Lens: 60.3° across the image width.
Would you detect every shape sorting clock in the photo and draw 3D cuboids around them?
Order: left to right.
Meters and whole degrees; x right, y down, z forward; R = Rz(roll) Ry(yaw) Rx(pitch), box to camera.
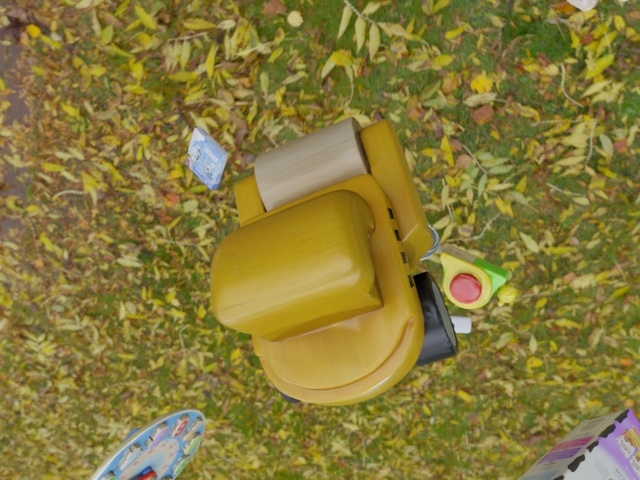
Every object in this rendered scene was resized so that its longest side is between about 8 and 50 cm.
[{"bbox_3d":[-0.235,0.310,0.740,0.040,0.206,0.206,40,128,24],"label":"shape sorting clock"}]

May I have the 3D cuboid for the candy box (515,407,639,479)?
[{"bbox_3d":[0.291,0.288,0.554,0.070,0.196,0.164,-42,68,46],"label":"candy box"}]

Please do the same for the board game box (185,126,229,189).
[{"bbox_3d":[-0.228,-0.163,1.097,0.090,0.020,0.090,44,130,20],"label":"board game box"}]

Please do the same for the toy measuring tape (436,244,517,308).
[{"bbox_3d":[0.283,0.071,1.263,0.330,0.121,0.121,25,128,21],"label":"toy measuring tape"}]

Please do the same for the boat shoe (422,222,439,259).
[{"bbox_3d":[0.112,-0.044,1.063,0.319,0.116,0.099,23,157,-20],"label":"boat shoe"}]

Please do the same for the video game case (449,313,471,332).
[{"bbox_3d":[0.067,0.109,0.812,0.227,0.206,0.026,5,87,-22],"label":"video game case"}]

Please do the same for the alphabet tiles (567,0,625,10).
[{"bbox_3d":[0.538,-0.616,1.100,0.021,0.278,0.284,-30,149,-18],"label":"alphabet tiles"}]

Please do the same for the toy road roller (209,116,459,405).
[{"bbox_3d":[0.000,0.000,0.570,0.203,0.329,0.240,-20,154,15],"label":"toy road roller"}]
